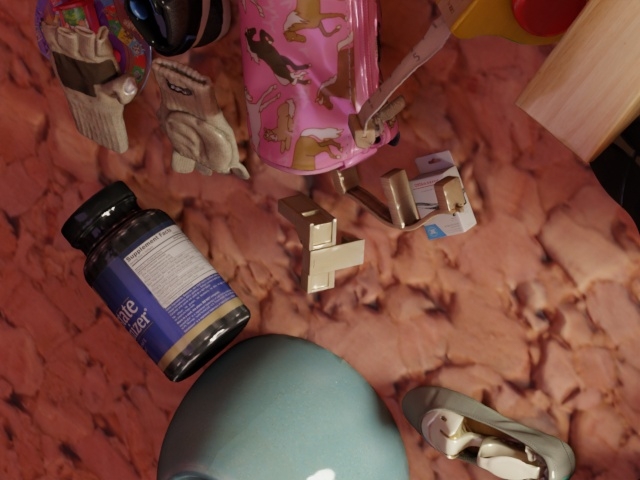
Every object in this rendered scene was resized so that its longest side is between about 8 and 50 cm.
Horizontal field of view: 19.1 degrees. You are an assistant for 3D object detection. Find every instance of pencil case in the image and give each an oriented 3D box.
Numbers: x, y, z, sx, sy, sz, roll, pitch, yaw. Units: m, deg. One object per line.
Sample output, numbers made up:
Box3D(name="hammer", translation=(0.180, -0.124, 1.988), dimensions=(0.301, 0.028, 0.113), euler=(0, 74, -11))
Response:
Box3D(name="pencil case", translation=(-0.004, -0.265, 1.879), dimensions=(0.167, 0.160, 0.386), euler=(-1, 111, 10))

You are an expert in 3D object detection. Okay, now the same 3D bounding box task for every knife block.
Box3D(name="knife block", translation=(0.302, -0.224, 1.637), dimensions=(0.088, 0.275, 0.242), euler=(41, 158, 13))

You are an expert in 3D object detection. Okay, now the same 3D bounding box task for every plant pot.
Box3D(name="plant pot", translation=(-0.074, 0.276, 2.147), dimensions=(0.290, 0.195, 0.290), euler=(15, 118, 30))

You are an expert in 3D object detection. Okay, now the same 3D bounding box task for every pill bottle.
Box3D(name="pill bottle", translation=(-0.191, 0.043, 2.170), dimensions=(0.219, 0.123, 0.123), euler=(49, 129, 7))

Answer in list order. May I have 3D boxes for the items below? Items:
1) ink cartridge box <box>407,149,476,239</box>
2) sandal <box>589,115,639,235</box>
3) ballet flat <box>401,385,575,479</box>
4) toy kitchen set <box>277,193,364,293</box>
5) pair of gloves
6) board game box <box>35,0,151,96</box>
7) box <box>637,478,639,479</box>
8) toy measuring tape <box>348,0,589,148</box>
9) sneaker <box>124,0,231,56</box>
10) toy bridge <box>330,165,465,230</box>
Box3D(name="ink cartridge box", translation=(0.123, -0.047, 1.971), dimensions=(0.048, 0.028, 0.083), euler=(-14, 102, 39))
Box3D(name="sandal", translation=(0.343, -0.029, 1.753), dimensions=(0.120, 0.086, 0.303), euler=(-57, 45, 44))
Box3D(name="ballet flat", translation=(0.168, 0.212, 2.031), dimensions=(0.213, 0.068, 0.072), euler=(19, 120, 27))
Box3D(name="toy kitchen set", translation=(0.000, 0.000, 2.075), dimensions=(0.075, 0.068, 0.083), euler=(39, 134, 51))
Box3D(name="pair of gloves", translation=(-0.194, -0.154, 2.082), dimensions=(0.240, 0.042, 0.204), euler=(21, 151, 25))
Box3D(name="board game box", translation=(-0.267, -0.227, 2.159), dimensions=(0.168, 0.033, 0.133), euler=(39, 128, 14))
Box3D(name="box", translation=(0.377, 0.423, 1.956), dimensions=(0.257, 0.079, 0.322), euler=(41, 129, 26))
Box3D(name="toy measuring tape", translation=(0.165, -0.196, 1.796), dimensions=(0.121, 0.121, 0.330), euler=(45, 113, 10))
Box3D(name="sneaker", translation=(-0.160, -0.300, 1.994), dimensions=(0.079, 0.121, 0.217), euler=(-1, 110, 34))
Box3D(name="toy bridge", translation=(0.083, -0.042, 1.967), dimensions=(0.188, 0.026, 0.063), euler=(12, 125, 50))
